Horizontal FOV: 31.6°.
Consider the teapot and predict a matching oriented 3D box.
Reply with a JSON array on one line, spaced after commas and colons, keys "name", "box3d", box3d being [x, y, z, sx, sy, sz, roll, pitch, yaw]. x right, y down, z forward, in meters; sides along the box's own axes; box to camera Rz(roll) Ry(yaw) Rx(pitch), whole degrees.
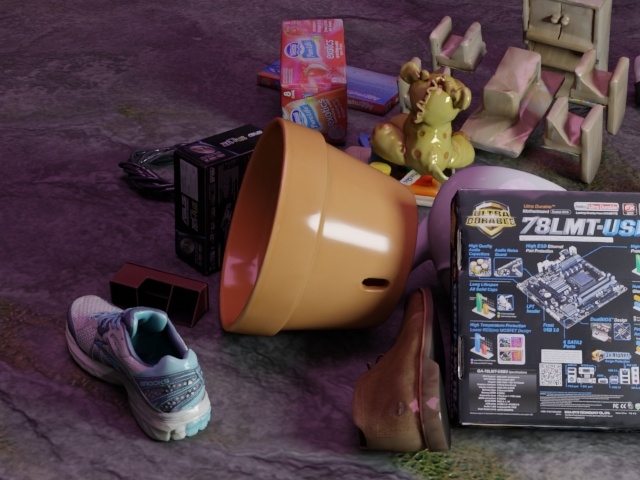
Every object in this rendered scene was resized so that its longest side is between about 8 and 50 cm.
[{"name": "teapot", "box3d": [0.254, 0.030, 1.548, 0.253, 0.187, 0.256, 30, -20, -19]}]

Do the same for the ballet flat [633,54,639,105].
[{"name": "ballet flat", "box3d": [0.689, -0.348, 2.313, 0.095, 0.096, 0.280, -28, 7, 35]}]

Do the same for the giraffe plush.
[{"name": "giraffe plush", "box3d": [0.181, -0.205, 1.867, 0.181, 0.170, 0.210, 13, 28, 4]}]

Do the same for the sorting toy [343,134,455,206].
[{"name": "sorting toy", "box3d": [0.133, -0.119, 1.924, 0.196, 0.047, 0.347, 4, 31, 1]}]

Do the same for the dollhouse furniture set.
[{"name": "dollhouse furniture set", "box3d": [0.397, -0.278, 2.123, 0.362, 0.256, 0.394, 19, 55, 25]}]

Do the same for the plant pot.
[{"name": "plant pot", "box3d": [0.000, 0.000, 1.512, 0.204, 0.290, 0.291, 14, 28, -15]}]

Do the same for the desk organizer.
[{"name": "desk organizer", "box3d": [-0.223, 0.074, 1.561, 0.130, 0.047, 0.050, 13, 34, 17]}]

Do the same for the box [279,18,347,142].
[{"name": "box", "box3d": [-0.013, -0.300, 2.107, 0.123, 0.128, 0.257, -1, 38, 0]}]

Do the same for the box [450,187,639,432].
[{"name": "box", "box3d": [0.308, 0.085, 1.388, 0.296, 0.293, 0.073, 1, -14, -2]}]

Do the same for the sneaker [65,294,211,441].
[{"name": "sneaker", "box3d": [-0.225, 0.122, 1.403, 0.110, 0.122, 0.283, -21, 38, -35]}]

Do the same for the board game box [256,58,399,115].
[{"name": "board game box", "box3d": [0.029, -0.317, 2.270, 0.281, 0.027, 0.145, 17, 32, 22]}]

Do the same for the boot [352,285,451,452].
[{"name": "boot", "box3d": [0.099, 0.153, 1.411, 0.115, 0.112, 0.305, -11, 26, 12]}]

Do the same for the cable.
[{"name": "cable", "box3d": [-0.245, -0.112, 1.888, 0.185, 0.047, 0.150, 2, 35, -6]}]

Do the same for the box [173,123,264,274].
[{"name": "box", "box3d": [-0.136, -0.063, 1.669, 0.147, 0.180, 0.077, -24, 39, -37]}]
